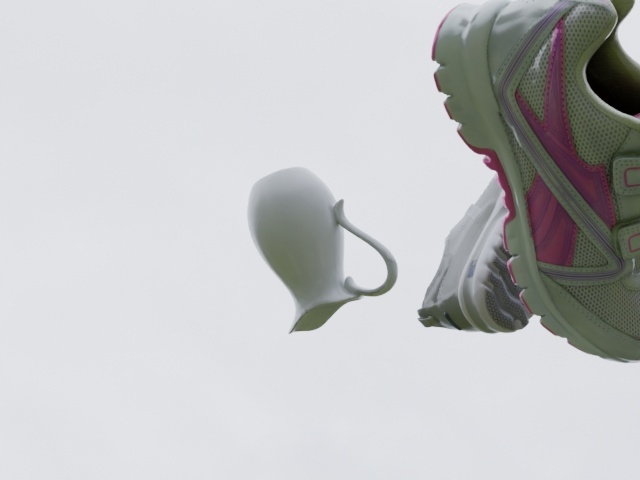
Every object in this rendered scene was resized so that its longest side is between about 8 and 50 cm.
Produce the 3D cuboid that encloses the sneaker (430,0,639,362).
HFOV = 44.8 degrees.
[{"bbox_3d":[0.165,-0.036,0.457,0.111,0.103,0.252,-15,-69,44],"label":"sneaker"}]

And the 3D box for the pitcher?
[{"bbox_3d":[0.000,0.000,1.040,0.178,0.207,0.125,-25,-13,22],"label":"pitcher"}]

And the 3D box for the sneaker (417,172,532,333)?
[{"bbox_3d":[0.177,-0.020,0.782,0.115,0.281,0.105,-16,-64,46],"label":"sneaker"}]
